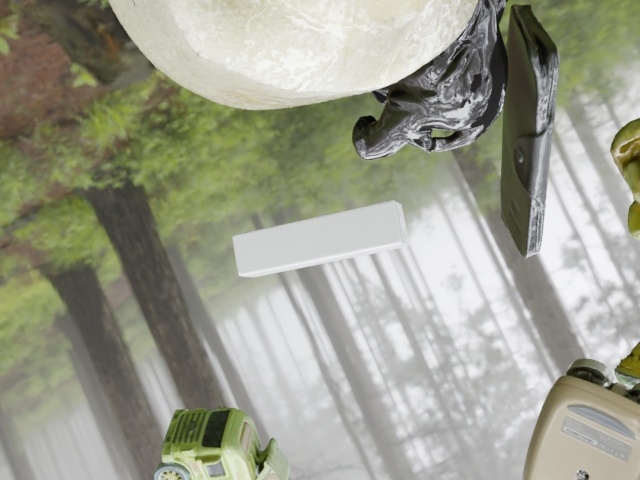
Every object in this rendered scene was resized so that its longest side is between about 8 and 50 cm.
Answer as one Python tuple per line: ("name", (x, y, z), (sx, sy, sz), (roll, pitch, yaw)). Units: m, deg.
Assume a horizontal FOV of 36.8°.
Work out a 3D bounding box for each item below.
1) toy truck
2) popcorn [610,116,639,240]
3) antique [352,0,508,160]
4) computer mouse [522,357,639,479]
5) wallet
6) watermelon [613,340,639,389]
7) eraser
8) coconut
("toy truck", (-0.085, 0.258, 0.970), (0.116, 0.191, 0.085), (-9, -155, 10))
("popcorn", (0.449, -0.100, 1.036), (0.259, 0.259, 0.212), (-21, -178, -21))
("antique", (0.156, -0.290, 1.424), (0.255, 0.322, 0.185), (-5, -163, 40))
("computer mouse", (0.311, 0.246, 1.093), (0.082, 0.145, 0.236), (-32, 137, -49))
("wallet", (0.317, -0.159, 1.492), (0.051, 0.377, 0.197), (-5, -145, 0))
("watermelon", (0.557, 0.199, 1.553), (0.182, 0.092, 0.075), (-29, -173, -40))
("eraser", (0.000, -0.001, 1.694), (0.298, 0.078, 0.076), (-12, 173, 15))
("coconut", (-0.025, -0.202, 0.636), (0.238, 0.237, 0.266), (-22, -163, -15))
